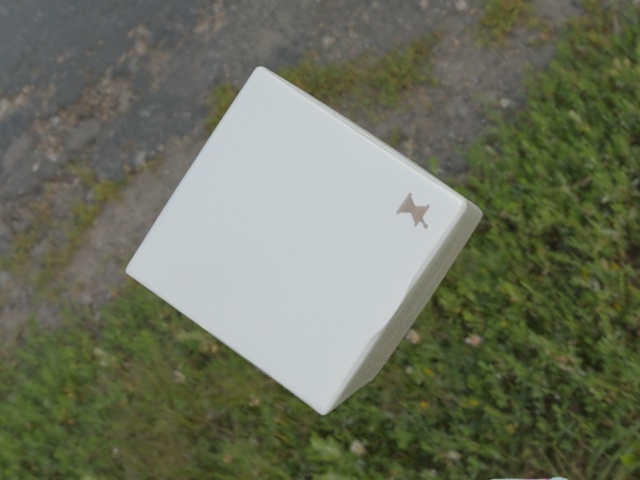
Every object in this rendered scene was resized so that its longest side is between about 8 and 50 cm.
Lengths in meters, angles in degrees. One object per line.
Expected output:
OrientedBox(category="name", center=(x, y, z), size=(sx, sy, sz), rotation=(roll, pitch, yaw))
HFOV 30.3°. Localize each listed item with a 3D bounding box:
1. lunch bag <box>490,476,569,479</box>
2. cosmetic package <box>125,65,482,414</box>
OrientedBox(category="lunch bag", center=(0.254, 0.380, 1.247), size=(0.108, 0.279, 0.224), rotation=(-6, 52, 41))
OrientedBox(category="cosmetic package", center=(0.000, 0.000, 1.660), size=(0.327, 0.393, 0.329), rotation=(35, 95, 9))
